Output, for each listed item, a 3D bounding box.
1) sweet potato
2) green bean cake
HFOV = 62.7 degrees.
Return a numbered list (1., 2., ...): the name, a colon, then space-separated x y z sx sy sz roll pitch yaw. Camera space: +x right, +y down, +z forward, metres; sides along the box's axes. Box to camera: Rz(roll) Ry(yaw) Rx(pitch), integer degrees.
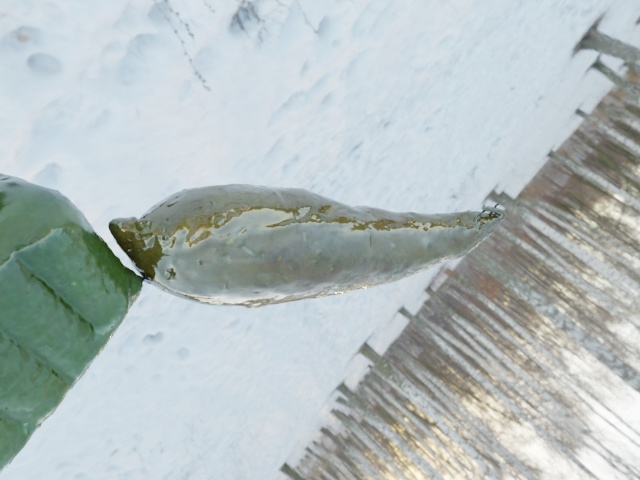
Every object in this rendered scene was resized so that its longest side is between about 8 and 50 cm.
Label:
1. sweet potato: 0.001 0.003 0.562 0.423 0.130 0.130 0 141 -21
2. green bean cake: -0.314 0.060 0.430 0.247 0.250 0.156 -54 137 -27
